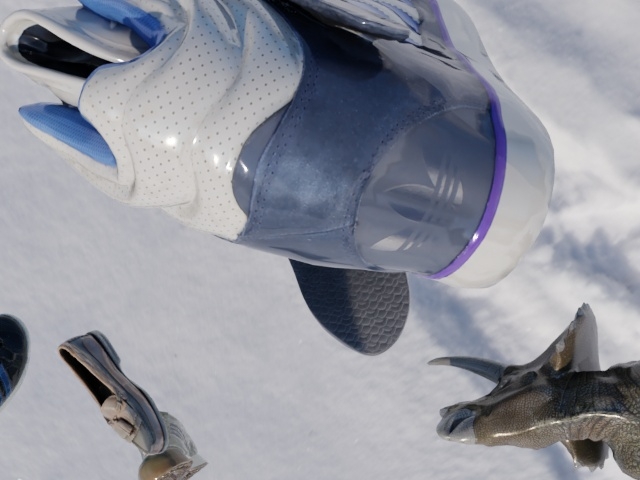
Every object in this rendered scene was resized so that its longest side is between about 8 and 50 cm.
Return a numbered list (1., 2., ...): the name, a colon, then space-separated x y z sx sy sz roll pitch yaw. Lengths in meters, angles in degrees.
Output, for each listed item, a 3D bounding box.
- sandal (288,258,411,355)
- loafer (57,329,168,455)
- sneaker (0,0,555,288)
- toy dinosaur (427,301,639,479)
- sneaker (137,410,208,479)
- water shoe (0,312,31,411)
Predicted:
1. sandal: 0.000 -0.001 1.044 0.097 0.054 0.254 -36 69 -2
2. loafer: -0.172 0.128 0.900 0.039 0.045 0.125 -12 53 -45
3. sneaker: -0.041 -0.094 0.565 0.236 0.323 0.130 16 110 -21
4. toy dinosaur: 0.224 0.114 0.574 0.313 0.160 0.121 22 100 -10
5. sneaker: -0.183 0.233 1.239 0.064 0.192 0.086 -37 78 -3
6. water shoe: -0.383 0.162 1.218 0.073 0.080 0.203 16 61 7
